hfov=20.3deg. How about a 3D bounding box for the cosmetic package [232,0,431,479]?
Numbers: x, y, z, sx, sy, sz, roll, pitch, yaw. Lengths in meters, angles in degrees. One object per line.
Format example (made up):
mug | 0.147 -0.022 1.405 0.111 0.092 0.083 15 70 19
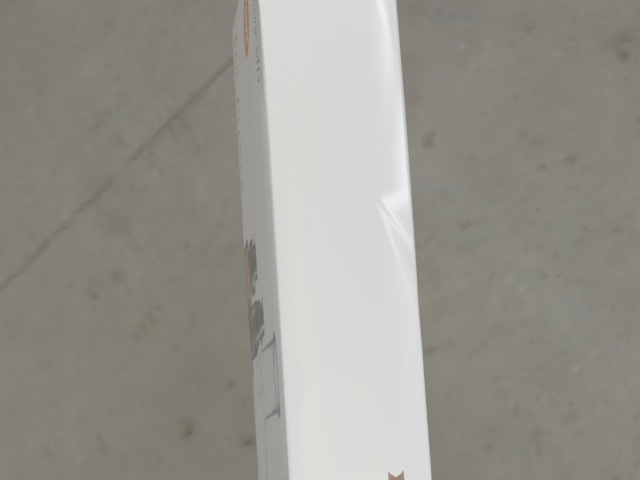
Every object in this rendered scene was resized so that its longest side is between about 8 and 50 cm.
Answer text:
cosmetic package | 0.000 0.000 1.213 0.284 0.097 0.377 132 135 -79
